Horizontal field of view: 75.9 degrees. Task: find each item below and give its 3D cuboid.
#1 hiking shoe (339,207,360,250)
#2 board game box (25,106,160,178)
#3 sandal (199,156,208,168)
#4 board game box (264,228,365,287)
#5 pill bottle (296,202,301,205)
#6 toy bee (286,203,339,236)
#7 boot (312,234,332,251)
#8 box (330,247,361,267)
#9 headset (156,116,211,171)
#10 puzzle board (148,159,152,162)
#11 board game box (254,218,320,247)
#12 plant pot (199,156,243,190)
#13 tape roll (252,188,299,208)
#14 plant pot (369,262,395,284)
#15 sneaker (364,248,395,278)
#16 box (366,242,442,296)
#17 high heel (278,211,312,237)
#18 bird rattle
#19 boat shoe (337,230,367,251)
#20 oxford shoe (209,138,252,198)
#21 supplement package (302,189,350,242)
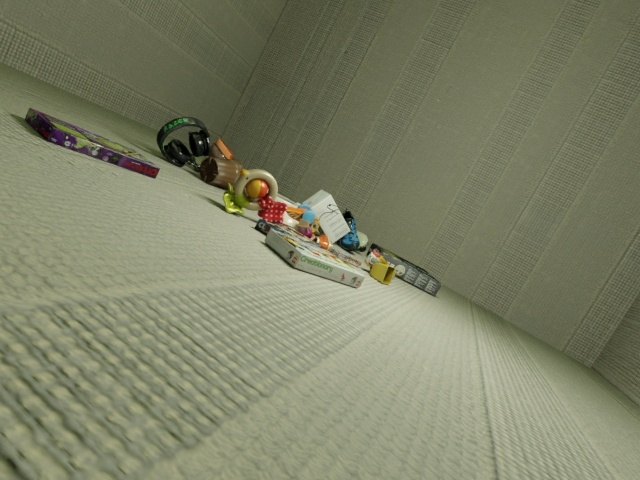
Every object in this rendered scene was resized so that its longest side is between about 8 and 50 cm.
[{"bbox_3d":[0.154,-0.056,2.326,0.113,0.132,0.304,-8,35,-3],"label":"hiking shoe"},{"bbox_3d":[-0.717,-0.304,1.317,0.208,0.056,0.346,37,10,33],"label":"board game box"},{"bbox_3d":[-0.636,-0.423,2.377,0.079,0.088,0.240,21,3,-8],"label":"sandal"},{"bbox_3d":[-0.016,0.062,1.349,0.305,0.053,0.193,22,9,-43],"label":"board game box"},{"bbox_3d":[-0.083,-0.159,2.538,0.180,0.108,0.108,29,7,0],"label":"pill bottle"},{"bbox_3d":[-0.066,-0.088,2.018,0.298,0.162,0.195,9,28,-3],"label":"toy bee"},{"bbox_3d":[0.000,0.000,1.893,0.084,0.059,0.158,21,9,-16],"label":"boot"},{"bbox_3d":[0.112,0.075,1.888,0.137,0.027,0.094,25,6,-28],"label":"box"},{"bbox_3d":[-0.672,-0.478,2.060,0.185,0.243,0.394,59,-12,22],"label":"headset"},{"bbox_3d":[-0.747,-0.342,1.631,0.128,0.011,0.096,29,5,-1],"label":"puzzle board"},{"bbox_3d":[-0.117,-0.012,1.550,0.165,0.042,0.243,31,7,22],"label":"board game box"},{"bbox_3d":[-0.495,-0.337,2.031,0.167,0.167,0.165,31,14,26],"label":"plant pot"},{"bbox_3d":[-0.221,-0.185,2.207,0.286,0.100,0.286,27,7,-3],"label":"tape roll"},{"bbox_3d":[0.270,0.141,1.827,0.083,0.082,0.081,22,2,36],"label":"plant pot"},{"bbox_3d":[0.278,0.126,1.944,0.225,0.092,0.088,45,8,-40],"label":"sneaker"},{"bbox_3d":[0.486,0.166,2.442,0.394,0.097,0.318,28,10,-8],"label":"box"},{"bbox_3d":[-0.150,-0.079,1.909,0.244,0.082,0.117,16,-29,15],"label":"high heel"},{"bbox_3d":[-0.240,-0.166,1.559,0.253,0.207,0.143,11,28,-16],"label":"bird rattle"},{"bbox_3d":[0.151,-0.028,2.512,0.340,0.127,0.113,24,-27,32],"label":"boat shoe"},{"bbox_3d":[-0.487,-0.360,2.209,0.364,0.132,0.130,57,1,0],"label":"oxford shoe"},{"bbox_3d":[0.032,-0.127,2.219,0.244,0.133,0.139,59,-9,-27],"label":"supplement package"}]
